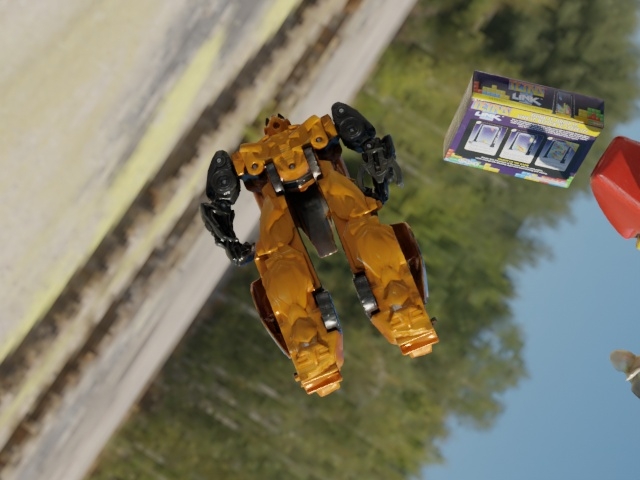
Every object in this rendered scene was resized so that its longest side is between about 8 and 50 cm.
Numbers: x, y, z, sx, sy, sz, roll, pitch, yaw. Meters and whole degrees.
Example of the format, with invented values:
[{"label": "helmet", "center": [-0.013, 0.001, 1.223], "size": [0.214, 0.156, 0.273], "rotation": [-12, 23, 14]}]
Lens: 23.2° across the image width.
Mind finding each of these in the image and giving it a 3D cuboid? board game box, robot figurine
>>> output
[{"label": "board game box", "center": [0.254, -0.139, 1.960], "size": [0.141, 0.170, 0.048], "rotation": [111, -10, -56]}, {"label": "robot figurine", "center": [0.000, 0.000, 1.569], "size": [0.211, 0.291, 0.085], "rotation": [-21, 153, 1]}]

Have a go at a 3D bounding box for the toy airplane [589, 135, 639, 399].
[{"label": "toy airplane", "center": [0.504, 0.046, 1.804], "size": [0.386, 0.384, 0.272], "rotation": [-11, 176, -20]}]
